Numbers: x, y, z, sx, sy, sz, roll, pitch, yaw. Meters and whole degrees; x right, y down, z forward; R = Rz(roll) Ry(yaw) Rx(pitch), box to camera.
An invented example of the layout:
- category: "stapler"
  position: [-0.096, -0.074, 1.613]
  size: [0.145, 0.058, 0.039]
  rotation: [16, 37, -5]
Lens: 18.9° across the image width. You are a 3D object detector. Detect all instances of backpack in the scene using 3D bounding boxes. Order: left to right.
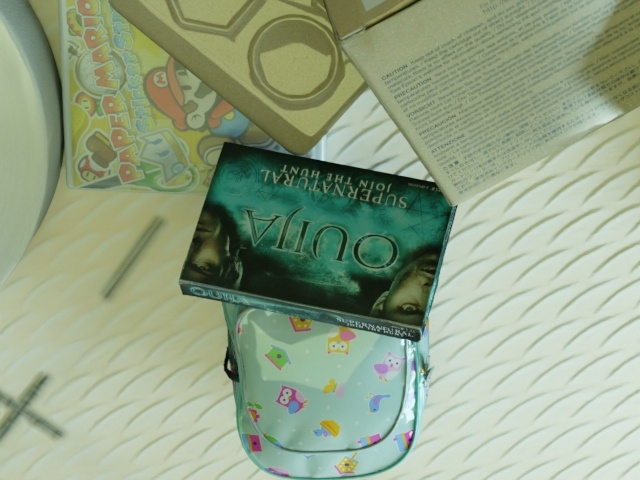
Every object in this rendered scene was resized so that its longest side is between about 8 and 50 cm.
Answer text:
- category: "backpack"
  position: [0.006, 0.098, 1.507]
  size: [0.166, 0.144, 0.188]
  rotation: [-4, 115, 2]

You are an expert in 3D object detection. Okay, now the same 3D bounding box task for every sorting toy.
- category: "sorting toy"
  position: [-0.025, -0.191, 1.420]
  size: [0.193, 0.038, 0.208]
  rotation: [39, 115, -10]

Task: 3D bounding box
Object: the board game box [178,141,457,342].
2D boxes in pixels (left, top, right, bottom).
- category: "board game box"
  position: [0.000, 0.000, 1.437]
  size: [0.186, 0.126, 0.026]
  rotation: [11, 152, 10]

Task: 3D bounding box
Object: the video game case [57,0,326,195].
- category: "video game case"
  position: [-0.098, -0.143, 1.477]
  size: [0.206, 0.026, 0.227]
  rotation: [3, 113, 5]

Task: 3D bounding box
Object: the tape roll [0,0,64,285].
- category: "tape roll"
  position: [-0.397, -0.095, 1.505]
  size: [0.392, 0.072, 0.392]
  rotation: [2, 114, 5]

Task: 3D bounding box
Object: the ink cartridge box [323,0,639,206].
- category: "ink cartridge box"
  position: [0.145, -0.158, 1.363]
  size: [0.234, 0.088, 0.193]
  rotation: [-28, 132, 10]
